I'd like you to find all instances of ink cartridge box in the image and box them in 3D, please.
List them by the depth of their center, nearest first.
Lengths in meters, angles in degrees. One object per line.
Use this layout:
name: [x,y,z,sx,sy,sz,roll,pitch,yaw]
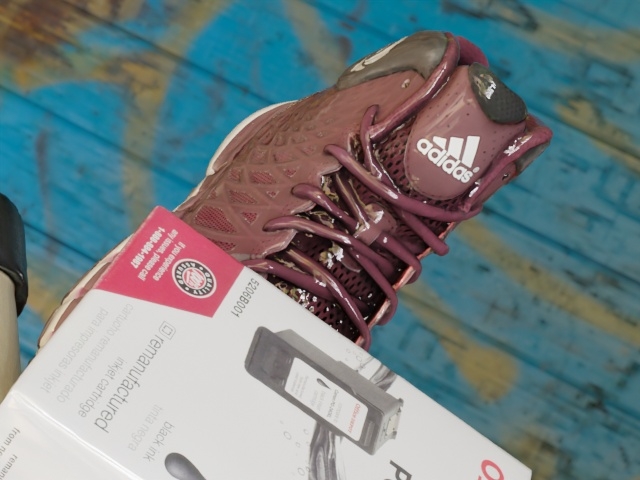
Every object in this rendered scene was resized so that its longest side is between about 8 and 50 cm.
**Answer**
ink cartridge box: [-0.018,0.075,0.403,0.063,0.150,0.109,-52,-175,31]

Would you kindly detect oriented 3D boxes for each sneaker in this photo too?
sneaker: [0.000,0.000,0.512,0.162,0.106,0.281,-33,-158,37]

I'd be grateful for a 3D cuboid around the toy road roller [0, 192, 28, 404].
toy road roller: [-0.300,0.093,0.666,0.329,0.241,0.202,-40,-134,32]
